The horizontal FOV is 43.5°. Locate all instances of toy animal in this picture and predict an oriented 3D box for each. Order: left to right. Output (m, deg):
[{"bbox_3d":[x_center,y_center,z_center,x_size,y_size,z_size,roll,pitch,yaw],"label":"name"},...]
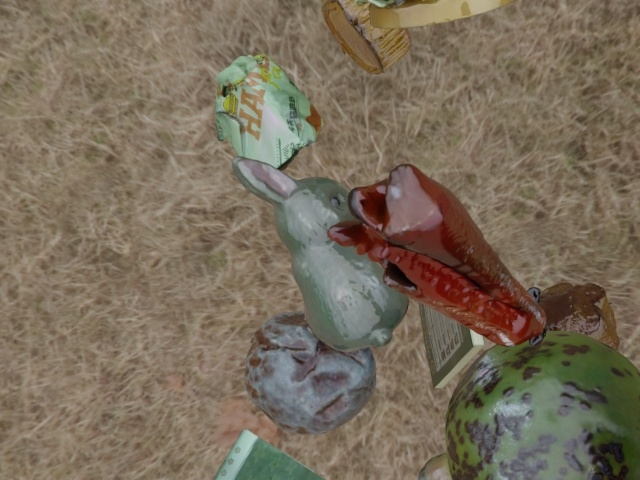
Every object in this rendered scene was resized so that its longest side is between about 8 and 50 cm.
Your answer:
[{"bbox_3d":[0.003,-0.001,0.882,0.125,0.127,0.251,-41,106,-40],"label":"toy animal"}]

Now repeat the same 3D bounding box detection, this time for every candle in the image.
[{"bbox_3d":[0.103,0.026,0.542,0.084,0.302,0.059,8,75,38],"label":"candle"}]

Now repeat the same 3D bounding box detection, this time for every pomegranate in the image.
[{"bbox_3d":[0.235,0.224,0.858,0.270,0.254,0.254,-25,85,27],"label":"pomegranate"}]

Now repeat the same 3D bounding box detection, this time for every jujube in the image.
[{"bbox_3d":[-0.019,0.246,1.487,0.246,0.308,0.215,4,91,4],"label":"jujube"}]

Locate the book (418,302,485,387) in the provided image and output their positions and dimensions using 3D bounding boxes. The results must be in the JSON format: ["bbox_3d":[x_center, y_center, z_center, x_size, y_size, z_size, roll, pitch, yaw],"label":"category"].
[{"bbox_3d":[0.235,0.141,1.482,0.027,0.264,0.202,-3,64,-10],"label":"book"}]

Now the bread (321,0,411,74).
[{"bbox_3d":[0.091,-0.415,1.536,0.104,0.199,0.199,-39,84,-4],"label":"bread"}]

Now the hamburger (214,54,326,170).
[{"bbox_3d":[-0.114,-0.230,1.494,0.125,0.235,0.214,-39,93,-33],"label":"hamburger"}]

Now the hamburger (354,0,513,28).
[{"bbox_3d":[0.165,-0.443,1.176,0.274,0.274,0.212,-11,112,5],"label":"hamburger"}]

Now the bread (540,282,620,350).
[{"bbox_3d":[0.496,0.186,1.633,0.232,0.246,0.135,-39,106,9],"label":"bread"}]

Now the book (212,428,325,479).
[{"bbox_3d":[-0.053,0.195,0.500,0.017,0.103,0.135,20,71,39],"label":"book"}]
